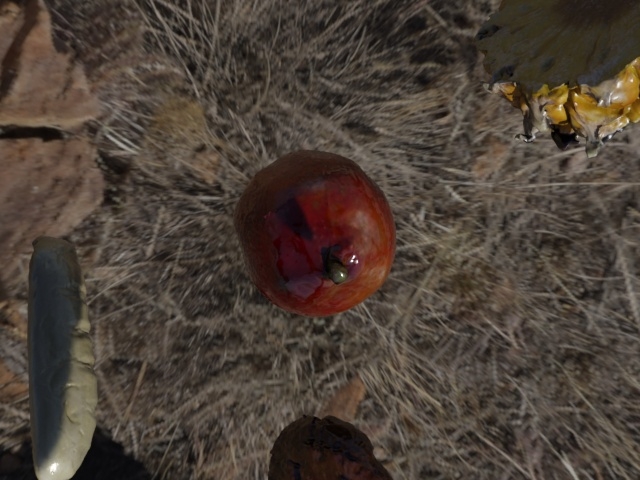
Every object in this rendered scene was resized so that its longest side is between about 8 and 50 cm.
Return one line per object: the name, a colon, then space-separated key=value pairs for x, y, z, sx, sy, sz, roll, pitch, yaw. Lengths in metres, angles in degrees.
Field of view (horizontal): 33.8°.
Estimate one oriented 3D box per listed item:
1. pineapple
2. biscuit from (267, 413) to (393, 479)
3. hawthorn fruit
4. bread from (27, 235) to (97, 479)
pineapple: x=0.182 y=-0.141 z=0.620 sx=0.047 sy=0.221 sz=0.221 roll=39 pitch=90 yaw=-33
biscuit: x=0.013 y=0.258 z=1.003 sx=0.049 sy=0.192 sz=0.192 roll=-12 pitch=94 yaw=-35
hawthorn fruit: x=0.000 y=0.000 z=1.032 sx=0.169 sy=0.188 sz=0.169 roll=-10 pitch=120 yaw=-17
bread: x=-0.216 y=0.097 z=0.886 sx=0.053 sy=0.073 sz=0.214 roll=-5 pitch=71 yaw=-8
